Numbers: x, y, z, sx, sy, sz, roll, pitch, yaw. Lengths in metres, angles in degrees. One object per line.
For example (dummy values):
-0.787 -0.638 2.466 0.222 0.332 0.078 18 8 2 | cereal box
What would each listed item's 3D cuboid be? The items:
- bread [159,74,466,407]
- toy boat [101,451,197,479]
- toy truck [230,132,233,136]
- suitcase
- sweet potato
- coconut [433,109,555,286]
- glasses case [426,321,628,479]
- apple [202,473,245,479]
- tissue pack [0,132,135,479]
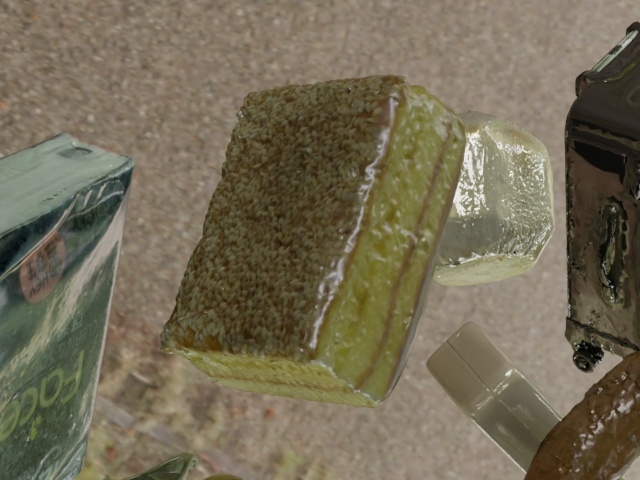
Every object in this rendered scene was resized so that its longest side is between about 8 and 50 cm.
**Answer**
0.000 0.000 1.005 0.110 0.184 0.234 34 66 -40 | bread
-0.250 0.361 1.954 0.185 0.089 0.071 -10 108 -50 | toy boat
0.024 -0.056 1.271 0.135 0.259 0.128 -20 103 -20 | toy truck
0.413 -0.042 1.589 0.283 0.194 0.434 -42 138 -32 | suitcase
0.315 0.168 1.318 0.341 0.092 0.114 -34 109 -3 | sweet potato
0.215 -0.071 1.951 0.245 0.245 0.247 8 68 -44 | coconut
0.260 0.235 1.506 0.076 0.144 0.336 -44 117 2 | glasses case
-0.112 0.315 1.559 0.090 0.074 0.089 -1 107 -4 | apple
-0.258 0.090 1.073 0.228 0.103 0.315 -38 146 -59 | tissue pack
